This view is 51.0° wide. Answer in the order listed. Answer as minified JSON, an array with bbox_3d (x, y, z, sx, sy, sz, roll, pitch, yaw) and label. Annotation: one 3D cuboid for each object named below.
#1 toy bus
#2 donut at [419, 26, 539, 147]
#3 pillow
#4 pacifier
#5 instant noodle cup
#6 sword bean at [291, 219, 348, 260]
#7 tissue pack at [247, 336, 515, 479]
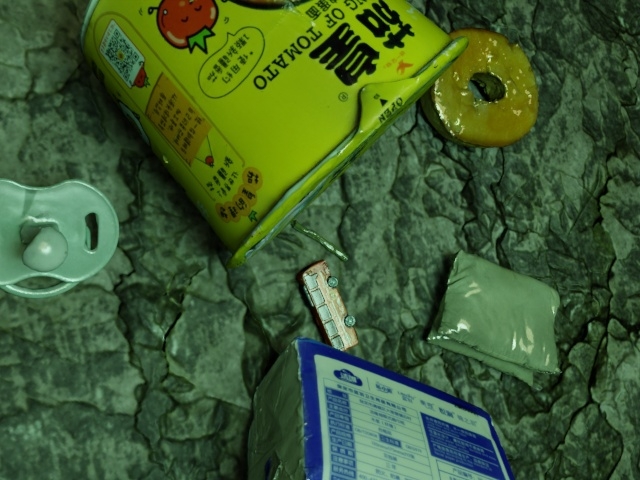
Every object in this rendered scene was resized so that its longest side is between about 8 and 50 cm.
[{"bbox_3d":[0.008,0.079,0.793,0.043,0.031,0.110,-24,93,-20],"label":"toy bus"},{"bbox_3d":[0.212,-0.202,0.917,0.178,0.065,0.162,14,81,-24],"label":"donut"},{"bbox_3d":[0.227,0.097,0.868,0.181,0.078,0.134,22,70,-17],"label":"pillow"},{"bbox_3d":[-0.265,0.005,0.633,0.150,0.116,0.127,6,105,-28],"label":"pacifier"},{"bbox_3d":[-0.055,-0.169,0.664,0.254,0.325,0.325,47,66,-2],"label":"instant noodle cup"},{"bbox_3d":[0.000,0.000,0.812,0.083,0.012,0.012,33,69,-15],"label":"sword bean"},{"bbox_3d":[0.064,0.240,0.699,0.269,0.209,0.137,24,116,-21],"label":"tissue pack"}]
